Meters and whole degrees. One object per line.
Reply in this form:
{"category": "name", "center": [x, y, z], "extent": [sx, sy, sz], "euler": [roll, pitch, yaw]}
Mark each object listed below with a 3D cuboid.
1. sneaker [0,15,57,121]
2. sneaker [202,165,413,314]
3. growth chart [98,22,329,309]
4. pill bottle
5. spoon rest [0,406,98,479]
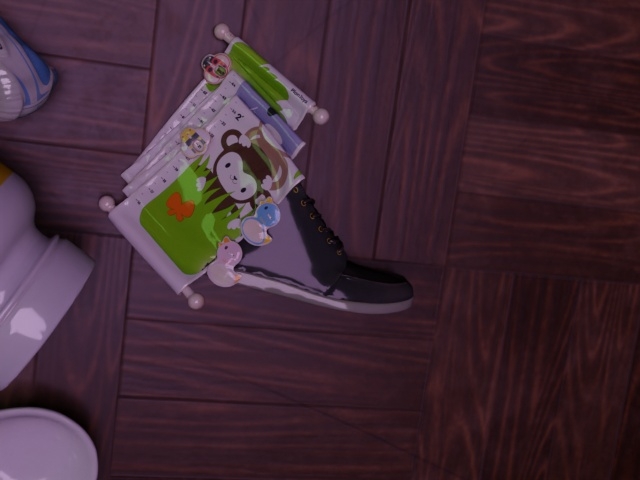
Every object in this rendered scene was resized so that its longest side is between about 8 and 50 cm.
{"category": "sneaker", "center": [-0.339, -0.195, 0.763], "extent": [0.237, 0.086, 0.085], "euler": [41, 118, -5]}
{"category": "sneaker", "center": [0.000, 0.000, 0.862], "extent": [0.222, 0.083, 0.118], "euler": [13, 96, -14]}
{"category": "growth chart", "center": [-0.100, -0.068, 0.824], "extent": [0.172, 0.021, 0.237], "euler": [37, 91, 14]}
{"category": "pill bottle", "center": [-0.368, -0.022, 0.720], "extent": [0.334, 0.188, 0.188], "euler": [38, 90, -16]}
{"category": "spoon rest", "center": [-0.350, 0.204, 0.819], "extent": [0.276, 0.084, 0.137], "euler": [19, 95, -15]}
